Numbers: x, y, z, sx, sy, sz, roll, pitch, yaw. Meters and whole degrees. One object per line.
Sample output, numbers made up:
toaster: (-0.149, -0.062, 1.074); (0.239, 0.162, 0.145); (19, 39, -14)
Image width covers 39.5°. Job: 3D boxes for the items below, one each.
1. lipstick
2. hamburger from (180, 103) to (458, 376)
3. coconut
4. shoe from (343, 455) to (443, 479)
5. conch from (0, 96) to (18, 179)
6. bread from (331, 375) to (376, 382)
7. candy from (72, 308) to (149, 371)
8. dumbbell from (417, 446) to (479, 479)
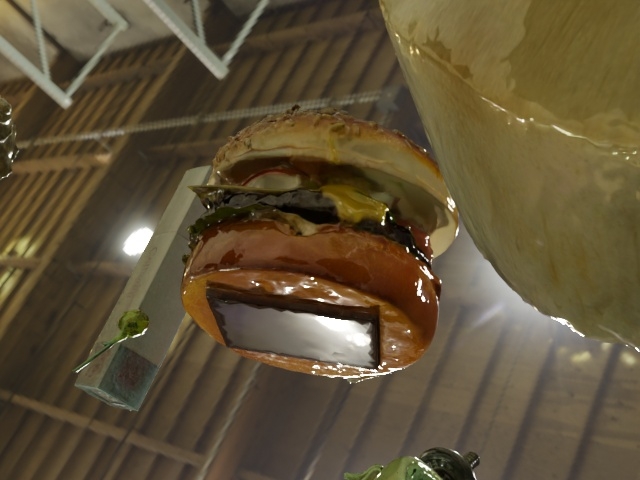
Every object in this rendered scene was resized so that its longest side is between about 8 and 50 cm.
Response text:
lipstick: (-0.231, 0.063, 1.314); (0.076, 0.080, 0.371); (-6, -126, 49)
hamburger: (0.000, 0.000, 0.905); (0.291, 0.291, 0.225); (-12, -124, 40)
coconut: (0.180, -0.103, 0.426); (0.328, 0.329, 0.329); (-28, -142, 24)
shoe: (0.082, 0.217, 0.482); (0.262, 0.140, 0.128); (29, -78, 49)
conch: (-0.343, -0.098, 0.753); (0.207, 0.130, 0.155); (-12, -142, 22)
bread: (0.039, 0.067, 1.226); (0.107, 0.136, 0.241); (-10, -115, 30)
candy: (-0.258, 0.125, 1.093); (0.035, 0.035, 0.123); (7, -145, 37)
dumbbell: (0.105, 0.279, 0.942); (0.081, 0.082, 0.254); (-14, -178, 38)
